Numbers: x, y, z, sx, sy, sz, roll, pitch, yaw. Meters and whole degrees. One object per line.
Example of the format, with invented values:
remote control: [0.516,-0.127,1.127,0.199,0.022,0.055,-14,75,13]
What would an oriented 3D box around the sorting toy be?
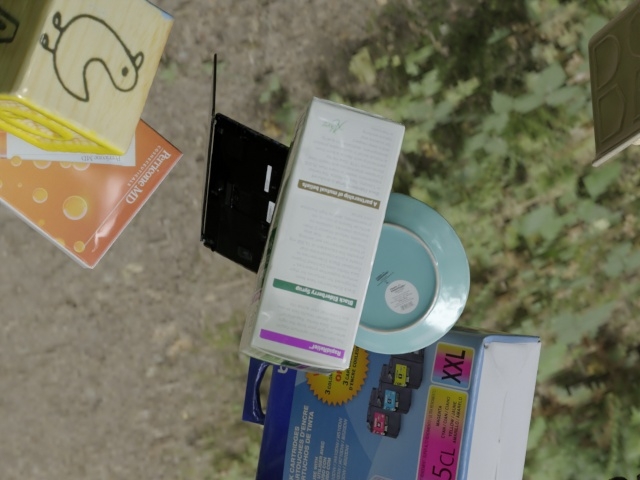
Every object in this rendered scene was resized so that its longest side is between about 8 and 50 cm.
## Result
sorting toy: [0.472,-0.254,1.854,0.041,0.229,0.307,9,162,-16]

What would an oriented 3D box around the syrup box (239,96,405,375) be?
syrup box: [0.000,0.000,1.203,0.096,0.237,0.093,16,169,-6]

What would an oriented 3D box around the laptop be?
laptop: [-0.096,-0.097,1.868,0.136,0.264,0.234,-40,149,-44]

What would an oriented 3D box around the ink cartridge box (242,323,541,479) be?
ink cartridge box: [0.072,0.229,1.720,0.395,0.270,0.151,7,179,42]

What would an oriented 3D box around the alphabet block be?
alphabet block: [-0.337,-0.235,1.662,0.193,0.197,0.192,6,164,45]

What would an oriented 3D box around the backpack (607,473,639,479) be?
backpack: [0.314,0.238,0.725,0.276,0.213,0.263,41,132,-9]

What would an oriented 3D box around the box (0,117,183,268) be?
box: [-0.403,-0.146,1.871,0.345,0.168,0.215,39,81,-10]

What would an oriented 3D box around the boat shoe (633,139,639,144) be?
boat shoe: [0.531,-0.204,2.212,0.063,0.170,0.059,-9,124,8]

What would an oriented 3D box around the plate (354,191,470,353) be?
plate: [0.071,0.039,1.441,0.188,0.188,0.024,-35,-179,21]
